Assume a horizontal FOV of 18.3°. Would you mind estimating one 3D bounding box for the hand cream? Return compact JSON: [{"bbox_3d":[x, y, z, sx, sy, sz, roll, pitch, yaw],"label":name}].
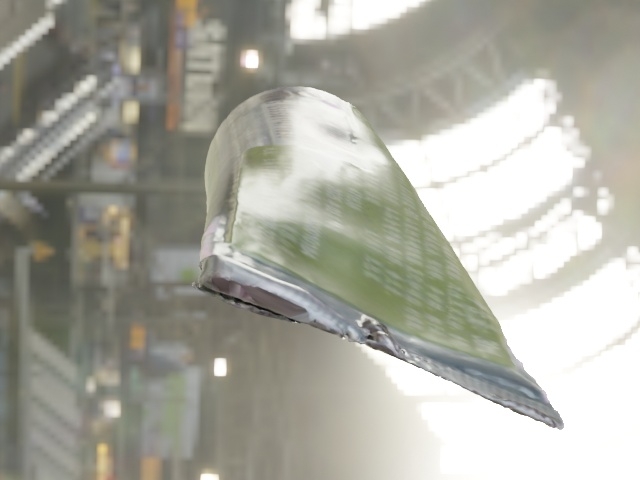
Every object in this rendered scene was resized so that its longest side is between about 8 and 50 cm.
[{"bbox_3d":[0.000,0.000,0.529,0.235,0.086,0.055,-115,-133,-75],"label":"hand cream"}]
